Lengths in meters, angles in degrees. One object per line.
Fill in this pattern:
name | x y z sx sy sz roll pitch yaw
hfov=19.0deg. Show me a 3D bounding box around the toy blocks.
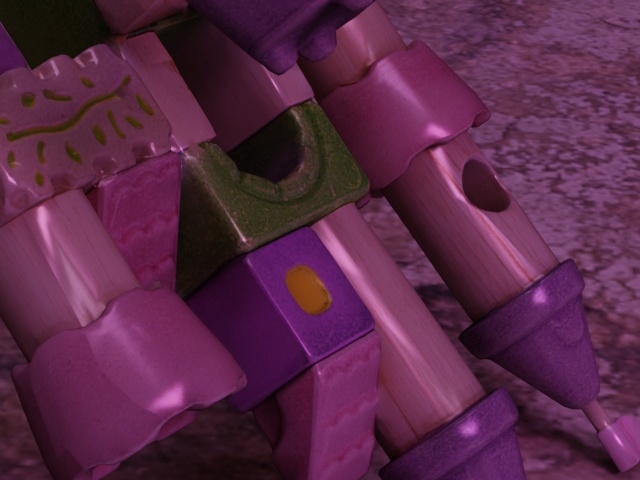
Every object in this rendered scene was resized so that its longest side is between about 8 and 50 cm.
toy blocks | 0.000 0.000 0.649 0.260 0.309 0.288 56 37 5
